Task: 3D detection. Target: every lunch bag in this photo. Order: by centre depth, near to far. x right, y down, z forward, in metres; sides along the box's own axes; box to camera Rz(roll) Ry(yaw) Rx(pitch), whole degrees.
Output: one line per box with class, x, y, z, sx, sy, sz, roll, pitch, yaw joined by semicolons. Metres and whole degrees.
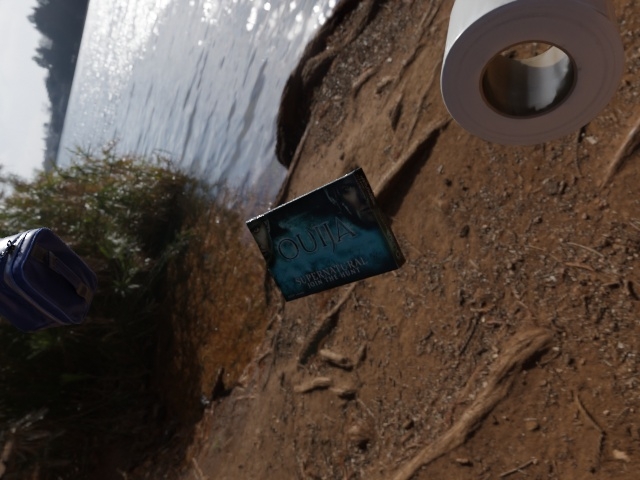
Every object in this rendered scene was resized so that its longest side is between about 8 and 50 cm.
lunch bag;-0.257;0.034;0.443;0.098;0.065;0.067;68;-167;-48

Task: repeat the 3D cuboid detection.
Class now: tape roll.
tape roll;0.316;-0.292;0.742;0.246;0.246;0.169;-37;28;49

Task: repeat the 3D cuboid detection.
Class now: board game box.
board game box;0.000;0.000;0.610;0.186;0.026;0.126;-22;99;36
